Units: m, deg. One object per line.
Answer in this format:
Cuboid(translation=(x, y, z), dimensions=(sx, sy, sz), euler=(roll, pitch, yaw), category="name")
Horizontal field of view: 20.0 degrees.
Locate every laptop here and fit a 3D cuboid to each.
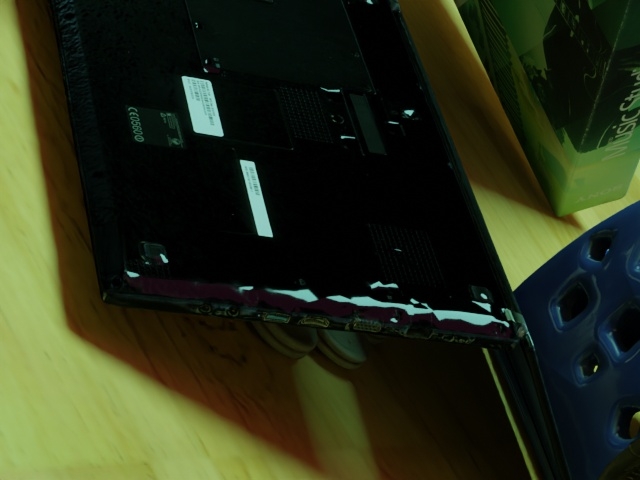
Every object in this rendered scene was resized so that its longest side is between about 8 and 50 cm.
Cuboid(translation=(0.000, 0.000, 0.791), dimensions=(0.264, 0.137, 0.234), euler=(7, 40, -23), category="laptop")

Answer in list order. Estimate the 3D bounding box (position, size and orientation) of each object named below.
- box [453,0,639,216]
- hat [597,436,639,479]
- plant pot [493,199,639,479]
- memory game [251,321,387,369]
Cuboid(translation=(0.141, -0.190, 1.064), dimensions=(0.322, 0.058, 0.232), euler=(93, -22, -62), category="box")
Cuboid(translation=(0.184, 0.221, 0.597), dimensions=(0.134, 0.331, 0.331), euler=(-38, 87, -31), category="hat")
Cuboid(translation=(0.255, 0.076, 0.863), dimensions=(0.236, 0.212, 0.236), euler=(17, 36, -34), category="plant pot")
Cuboid(translation=(-0.035, -0.020, 0.790), dimensions=(0.186, 0.012, 0.186), euler=(40, 24, -22), category="memory game")
